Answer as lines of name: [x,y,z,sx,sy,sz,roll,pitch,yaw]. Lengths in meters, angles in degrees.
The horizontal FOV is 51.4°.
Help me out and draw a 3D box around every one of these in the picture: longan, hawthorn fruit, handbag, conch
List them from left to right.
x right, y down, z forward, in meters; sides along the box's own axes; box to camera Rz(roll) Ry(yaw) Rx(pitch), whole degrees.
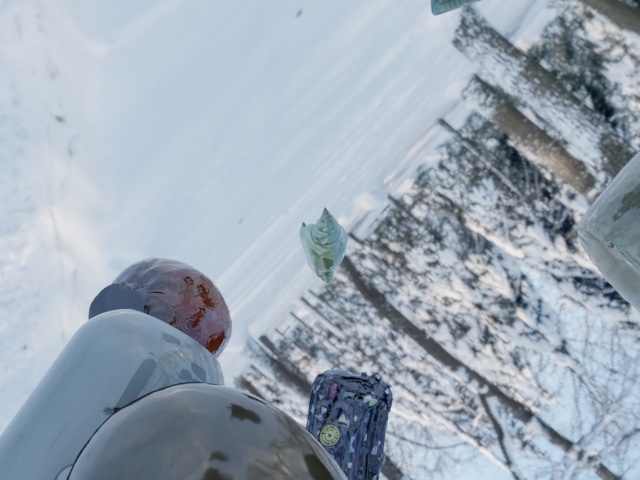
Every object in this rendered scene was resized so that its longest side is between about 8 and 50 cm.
hawthorn fruit: [-0.249,0.144,1.114,0.215,0.215,0.250,-47,143,-14]
longan: [-0.095,0.267,0.560,0.300,0.300,0.243,-44,174,-42]
conch: [-0.001,0.005,1.109,0.180,0.088,0.065,93,17,-47]
handbag: [0.048,0.370,1.244,0.113,0.162,0.260,51,49,-66]

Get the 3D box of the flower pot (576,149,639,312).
flower pot: [0.558,-0.047,0.937,0.330,0.294,0.293,-39,176,7]

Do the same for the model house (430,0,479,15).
model house: [0.157,-0.485,0.976,0.215,0.224,0.198,7,166,-32]

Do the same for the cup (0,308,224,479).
cup: [-0.251,0.242,0.737,0.312,0.205,0.205,-62,-179,-25]
